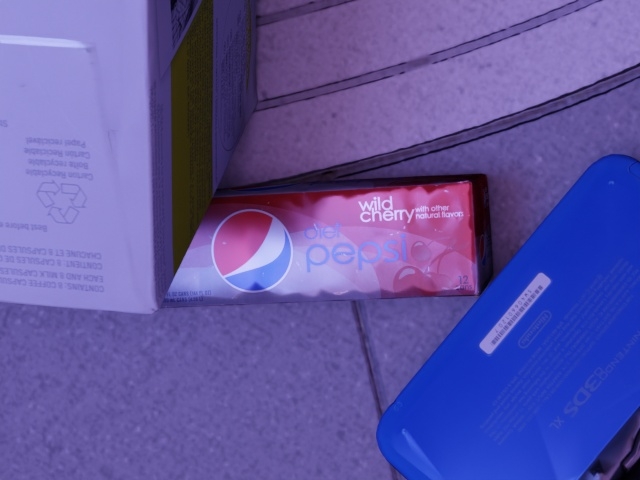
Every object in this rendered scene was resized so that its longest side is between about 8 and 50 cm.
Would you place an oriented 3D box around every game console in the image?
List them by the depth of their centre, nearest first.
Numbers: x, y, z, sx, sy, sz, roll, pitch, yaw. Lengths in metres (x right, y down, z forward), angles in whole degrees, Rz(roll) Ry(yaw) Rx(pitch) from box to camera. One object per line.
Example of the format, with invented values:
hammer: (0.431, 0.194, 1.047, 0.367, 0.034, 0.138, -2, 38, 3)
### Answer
game console: (0.236, 0.130, 1.293, 0.250, 0.173, 0.293, 41, 92, 28)

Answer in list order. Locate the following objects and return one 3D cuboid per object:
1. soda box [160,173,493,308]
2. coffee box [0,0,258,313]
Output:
soda box: (0.000, 0.000, 1.353, 0.263, 0.083, 0.092, -3, 95, 13)
coffee box: (-0.237, -0.188, 1.205, 0.338, 0.334, 0.338, 6, 122, 8)
